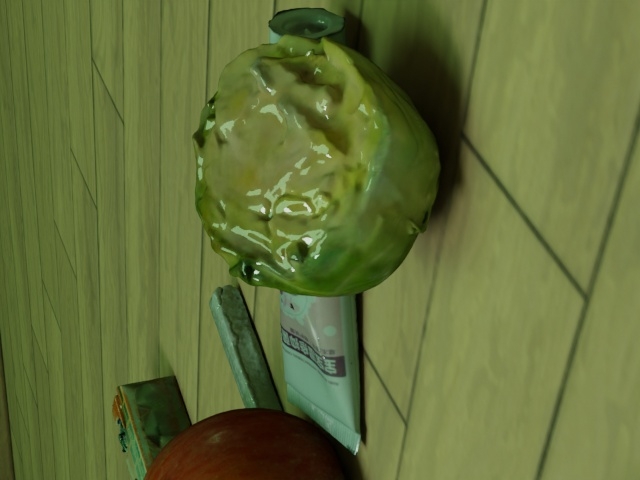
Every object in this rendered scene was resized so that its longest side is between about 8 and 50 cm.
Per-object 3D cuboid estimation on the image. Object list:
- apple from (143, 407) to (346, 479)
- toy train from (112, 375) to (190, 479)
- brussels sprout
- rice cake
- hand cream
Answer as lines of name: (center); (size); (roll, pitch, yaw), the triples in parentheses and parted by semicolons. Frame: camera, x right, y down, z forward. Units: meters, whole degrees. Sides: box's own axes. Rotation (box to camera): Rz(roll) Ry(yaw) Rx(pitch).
apple: (-0.058, 0.239, 1.083); (0.209, 0.164, 0.209); (170, 90, -73)
toy train: (-0.181, 0.241, 1.576); (0.099, 0.072, 0.188); (112, 143, -49)
brussels sprout: (0.005, -0.040, 0.816); (0.149, 0.122, 0.151); (-3, 81, 31)
rice cake: (-0.063, 0.116, 1.231); (0.033, 0.029, 0.170); (115, 140, -55)
hand cream: (0.000, 0.000, 0.964); (0.085, 0.058, 0.331); (30, 136, 40)
